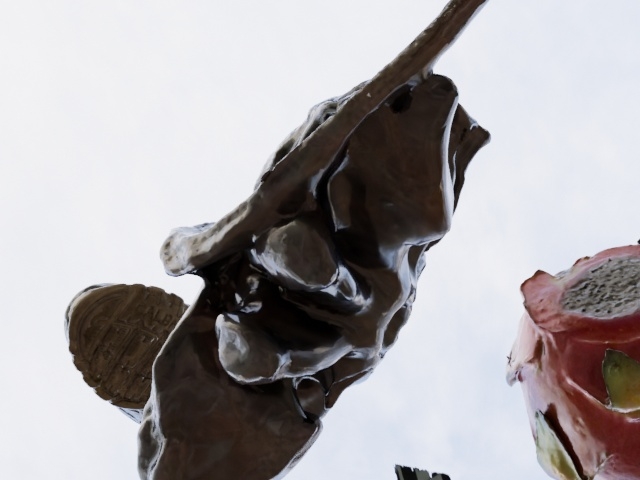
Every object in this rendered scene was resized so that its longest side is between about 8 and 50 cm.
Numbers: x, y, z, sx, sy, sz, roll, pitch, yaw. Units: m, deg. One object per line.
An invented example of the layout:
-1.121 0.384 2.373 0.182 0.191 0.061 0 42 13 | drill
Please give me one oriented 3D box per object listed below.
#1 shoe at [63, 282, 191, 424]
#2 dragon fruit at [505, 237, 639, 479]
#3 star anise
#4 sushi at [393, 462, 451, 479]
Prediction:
-0.124 0.087 0.838 0.089 0.180 0.092 -48 -145 -12 | shoe
0.343 0.117 1.255 0.290 0.189 0.291 -12 -142 10 | dragon fruit
0.000 0.000 0.667 0.139 0.316 0.359 34 -113 5 | star anise
0.117 0.260 0.815 0.040 0.192 0.210 -18 -109 15 | sushi
